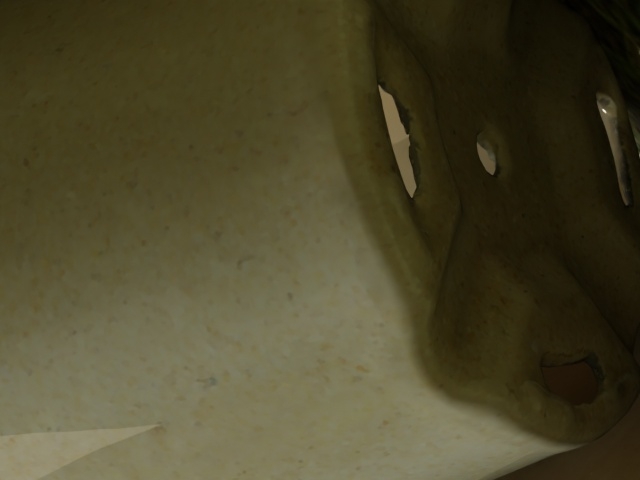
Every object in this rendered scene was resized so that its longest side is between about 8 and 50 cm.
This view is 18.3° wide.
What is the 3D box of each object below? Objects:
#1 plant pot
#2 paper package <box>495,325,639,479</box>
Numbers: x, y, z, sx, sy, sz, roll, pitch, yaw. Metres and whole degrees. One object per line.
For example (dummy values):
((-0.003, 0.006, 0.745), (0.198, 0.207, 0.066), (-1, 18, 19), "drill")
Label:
((-0.049, 0.004, 0.791), (0.305, 0.334, 0.334), (-19, 126, 32), "plant pot")
((0.120, 0.158, 0.811), (0.168, 0.325, 0.309), (49, 172, -18), "paper package")
